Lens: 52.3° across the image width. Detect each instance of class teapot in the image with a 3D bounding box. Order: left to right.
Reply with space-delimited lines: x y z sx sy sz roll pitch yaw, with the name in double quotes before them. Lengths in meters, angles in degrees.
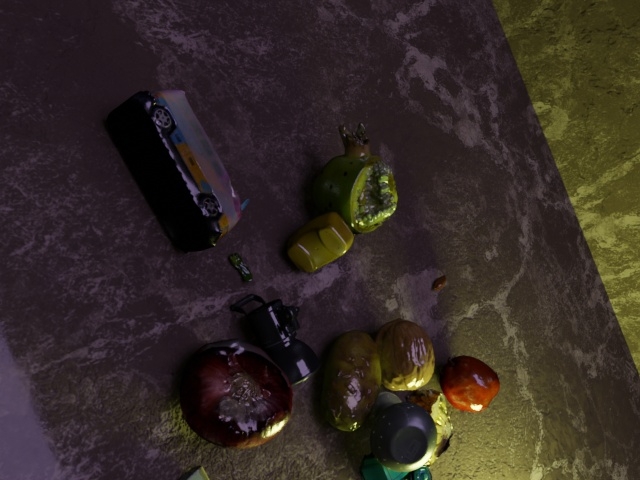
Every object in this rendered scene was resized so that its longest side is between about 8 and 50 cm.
"teapot" 0.207 0.505 1.775 0.183 0.251 0.184 -1 97 -8

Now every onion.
"onion" -0.202 0.365 1.491 0.272 0.195 0.272 20 33 -13

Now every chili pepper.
"chili pepper" -0.206 0.069 1.692 0.030 0.034 0.091 -34 103 -13

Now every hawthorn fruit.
"hawthorn fruit" 0.475 0.457 2.132 0.202 0.185 0.185 48 46 -12

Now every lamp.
"lamp" -0.103 0.236 1.627 0.147 0.172 0.227 -31 99 -46

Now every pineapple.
"pineapple" 0.332 0.577 2.003 0.186 0.114 0.237 19 72 -40

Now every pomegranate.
"pomegranate" 0.101 -0.174 1.922 0.260 0.260 0.341 -15 104 -47

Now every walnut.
"walnut" 0.245 0.335 1.927 0.213 0.213 0.213 19 62 -40

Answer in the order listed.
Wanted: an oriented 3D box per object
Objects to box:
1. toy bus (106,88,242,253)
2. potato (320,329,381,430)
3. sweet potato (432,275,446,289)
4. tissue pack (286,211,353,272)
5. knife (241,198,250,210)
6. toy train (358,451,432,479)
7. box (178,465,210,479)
"toy bus" -0.326 -0.169 1.554 0.162 0.171 0.386 -37 103 -50
"potato" 0.088 0.377 1.788 0.176 0.141 0.298 46 47 -38
"sweet potato" 0.423 0.149 2.297 0.095 0.034 0.034 -44 107 -42
"tissue pack" 0.000 0.000 1.817 0.123 0.178 0.127 51 25 -17
"knife" -0.214 -0.086 1.755 0.014 0.005 0.091 51 45 -18
"toy train" 0.216 0.652 1.839 0.203 0.112 0.163 -18 83 -50
"box" -0.267 0.653 1.390 0.211 0.045 0.270 -38 103 -46
